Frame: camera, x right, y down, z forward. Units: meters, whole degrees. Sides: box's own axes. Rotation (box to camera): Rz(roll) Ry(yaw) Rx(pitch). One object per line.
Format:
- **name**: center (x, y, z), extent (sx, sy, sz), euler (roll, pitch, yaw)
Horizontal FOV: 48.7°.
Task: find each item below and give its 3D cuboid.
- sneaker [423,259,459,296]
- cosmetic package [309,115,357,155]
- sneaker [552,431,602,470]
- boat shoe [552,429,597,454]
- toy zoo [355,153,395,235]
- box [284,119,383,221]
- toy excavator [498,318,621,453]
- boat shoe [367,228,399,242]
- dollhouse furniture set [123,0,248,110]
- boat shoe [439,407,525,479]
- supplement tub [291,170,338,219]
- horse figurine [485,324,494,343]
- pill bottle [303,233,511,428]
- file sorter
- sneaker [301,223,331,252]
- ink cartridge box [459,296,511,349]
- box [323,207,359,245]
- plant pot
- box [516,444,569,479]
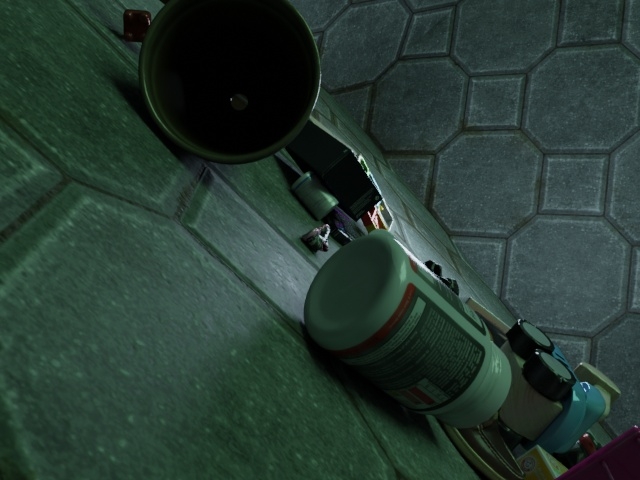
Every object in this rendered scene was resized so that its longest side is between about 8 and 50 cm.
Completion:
- **sneaker**: center (0.333, 0.166, 1.933), extent (0.107, 0.124, 0.283), euler (32, 21, -48)
- **cosmetic package**: center (0.024, -0.255, 2.167), extent (0.309, 0.113, 0.160), euler (24, 28, -58)
- **sneaker**: center (0.655, 0.621, 1.745), extent (0.097, 0.135, 0.276), euler (28, 45, -86)
- **boat shoe**: center (0.656, 0.525, 1.939), extent (0.335, 0.121, 0.119), euler (43, 53, -22)
- **toy zoo**: center (0.154, -0.095, 2.085), extent (0.293, 0.030, 0.192), euler (62, 25, -18)
- **box**: center (0.023, -0.188, 1.830), extent (0.261, 0.103, 0.184), euler (44, -8, 51)
- **toy excavator**: center (0.583, 0.382, 1.708), extent (0.445, 0.222, 0.433), euler (32, 19, -12)
- **boat shoe**: center (0.213, 0.108, 1.789), extent (0.301, 0.108, 0.102), euler (51, -11, 18)
- **dollhouse furniture set**: center (-0.273, -0.428, 1.564), extent (0.374, 0.201, 0.152), euler (36, 17, -20)
- **boat shoe**: center (0.298, 0.324, 1.386), extent (0.342, 0.123, 0.123), euler (54, 15, 22)
- **supplement tub**: center (-0.014, -0.111, 1.733), extent (0.107, 0.071, 0.071), euler (49, 13, 3)
- **horse figurine**: center (0.427, 0.281, 1.927), extent (0.263, 0.066, 0.175), euler (124, -57, -84)
- **pill bottle**: center (0.160, 0.168, 1.205), extent (0.363, 0.210, 0.210), euler (41, 15, -31)
- **file sorter**: center (0.462, 0.485, 1.106), extent (0.202, 0.290, 0.182), euler (46, 16, -9)
- **sneaker**: center (0.000, 0.000, 1.540), extent (0.057, 0.047, 0.119), euler (56, 21, 4)
- **ink cartridge box**: center (0.509, 0.260, 1.990), extent (0.275, 0.060, 0.239), euler (38, -12, -5)
- **box**: center (0.051, -0.035, 1.817), extent (0.116, 0.029, 0.162), euler (38, 16, -35)
- **plant pot**: center (-0.166, -0.297, 1.369), extent (0.323, 0.323, 0.280), euler (48, -3, -2)
- **box**: center (0.468, 0.518, 1.421), extent (0.203, 0.103, 0.114), euler (40, 16, -32)
